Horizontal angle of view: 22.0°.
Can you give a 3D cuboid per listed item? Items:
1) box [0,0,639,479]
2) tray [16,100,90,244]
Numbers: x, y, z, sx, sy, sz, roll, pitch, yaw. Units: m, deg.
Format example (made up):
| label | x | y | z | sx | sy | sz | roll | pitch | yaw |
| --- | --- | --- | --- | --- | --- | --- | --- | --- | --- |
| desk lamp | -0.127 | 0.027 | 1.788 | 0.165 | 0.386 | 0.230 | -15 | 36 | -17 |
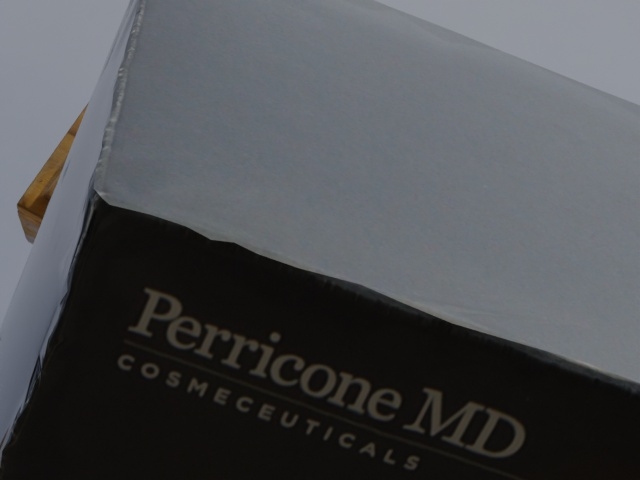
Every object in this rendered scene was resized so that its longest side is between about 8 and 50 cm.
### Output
| label | x | y | z | sx | sy | sz | roll | pitch | yaw |
| --- | --- | --- | --- | --- | --- | --- | --- | --- | --- |
| box | 0.051 | 0.126 | 0.505 | 0.343 | 0.179 | 0.312 | 20 | -61 | -11 |
| tray | 0.000 | 0.000 | 1.249 | 0.411 | 0.076 | 0.203 | 28 | -112 | 9 |
